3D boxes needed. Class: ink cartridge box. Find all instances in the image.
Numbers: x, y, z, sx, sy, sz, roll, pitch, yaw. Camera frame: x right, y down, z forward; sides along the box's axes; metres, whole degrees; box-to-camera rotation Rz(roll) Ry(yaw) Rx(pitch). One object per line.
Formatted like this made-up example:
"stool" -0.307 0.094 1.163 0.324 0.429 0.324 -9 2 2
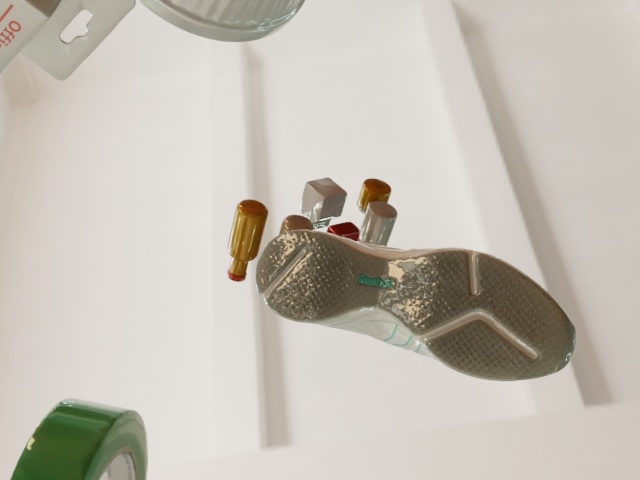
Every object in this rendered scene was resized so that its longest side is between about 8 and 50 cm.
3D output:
"ink cartridge box" -0.210 -0.152 0.682 0.104 0.180 0.060 -34 -153 43

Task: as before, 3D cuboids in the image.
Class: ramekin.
"ramekin" -0.085 -0.294 1.072 0.207 0.109 0.207 14 -122 -23

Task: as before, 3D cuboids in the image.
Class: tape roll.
"tape roll" -0.275 0.337 1.305 0.077 0.321 0.321 11 -136 8

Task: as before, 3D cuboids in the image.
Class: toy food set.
"toy food set" 0.000 0.000 1.474 0.232 0.104 0.111 -15 -137 -40

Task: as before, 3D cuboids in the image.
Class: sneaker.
"sneaker" 0.048 0.027 0.549 0.152 0.061 0.053 15 -90 27
